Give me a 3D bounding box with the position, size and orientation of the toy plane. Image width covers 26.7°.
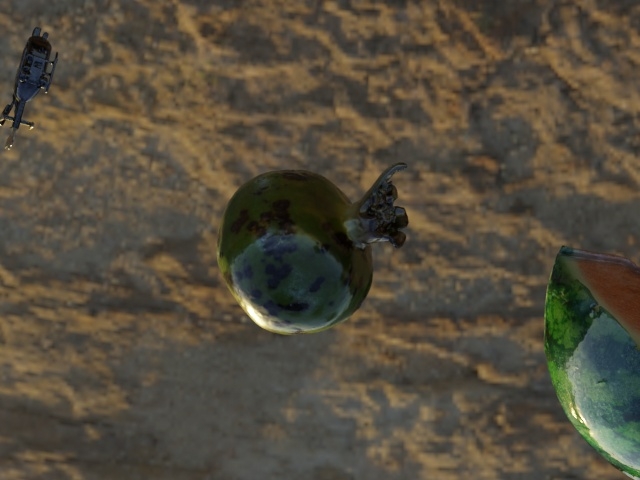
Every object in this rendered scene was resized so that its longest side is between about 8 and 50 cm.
[{"bbox_3d":[-0.268,-0.141,1.234,0.031,0.120,0.049,18,171,-25],"label":"toy plane"}]

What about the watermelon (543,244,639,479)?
[{"bbox_3d":[0.448,0.179,1.665,0.292,0.319,0.222,4,-177,-19],"label":"watermelon"}]

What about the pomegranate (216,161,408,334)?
[{"bbox_3d":[0.000,0.000,0.948,0.161,0.122,0.122,-28,135,20],"label":"pomegranate"}]
